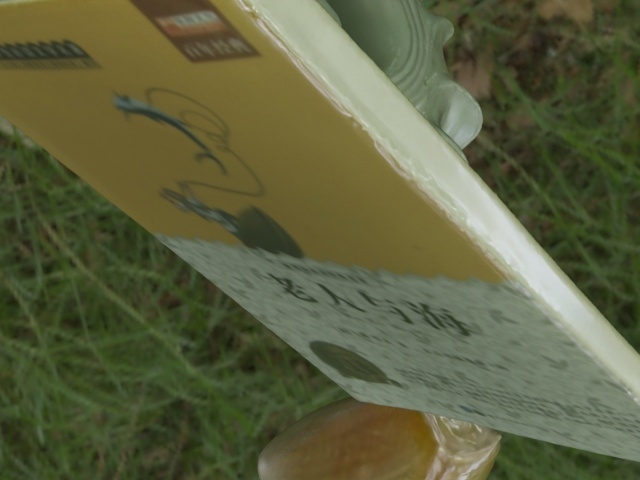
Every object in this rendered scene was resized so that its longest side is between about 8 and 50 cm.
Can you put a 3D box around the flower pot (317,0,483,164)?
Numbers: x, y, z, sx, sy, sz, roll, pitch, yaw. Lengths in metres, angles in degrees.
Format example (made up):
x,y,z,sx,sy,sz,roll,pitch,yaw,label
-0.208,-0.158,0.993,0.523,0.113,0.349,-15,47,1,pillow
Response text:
x,y,z,sx,sy,sz,roll,pitch,yaw,label
-0.026,-0.175,0.993,0.254,0.367,0.164,15,144,-39,flower pot

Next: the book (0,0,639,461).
x,y,z,sx,sy,sz,roll,pitch,yaw,label
0.000,0.000,0.642,0.389,0.269,0.032,41,67,-36,book

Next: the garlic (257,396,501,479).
x,y,z,sx,sy,sz,roll,pitch,yaw,label
0.045,0.201,1.158,0.112,0.143,0.318,-45,-174,-39,garlic
